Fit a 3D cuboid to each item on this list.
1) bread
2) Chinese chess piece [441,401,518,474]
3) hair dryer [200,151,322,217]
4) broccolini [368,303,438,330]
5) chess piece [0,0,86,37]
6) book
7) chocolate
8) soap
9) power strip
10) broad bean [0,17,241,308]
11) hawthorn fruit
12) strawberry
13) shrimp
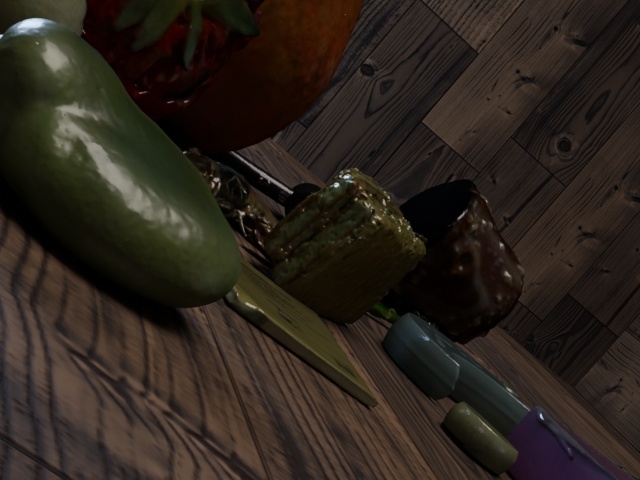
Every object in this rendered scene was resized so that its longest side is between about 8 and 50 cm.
[{"bbox_3d":[0.025,0.004,1.286,0.102,0.138,0.196,49,10,21],"label":"bread"},{"bbox_3d":[0.162,0.202,1.241,0.084,0.034,0.084,42,3,-3],"label":"Chinese chess piece"},{"bbox_3d":[-0.095,-0.092,1.812,0.248,0.070,0.114,31,7,-6],"label":"hair dryer"},{"bbox_3d":[0.100,0.093,1.622,0.071,0.057,0.254,-8,-31,33],"label":"broccolini"},{"bbox_3d":[-0.317,-0.250,0.954,0.182,0.182,0.330,45,1,43],"label":"chess piece"},{"bbox_3d":[-0.036,0.061,1.082,0.168,0.013,0.192,39,5,-25],"label":"book"},{"bbox_3d":[0.210,0.047,1.963,0.210,0.225,0.340,53,3,-10],"label":"chocolate"},{"bbox_3d":[0.323,0.298,1.324,0.259,0.081,0.181,35,6,-41],"label":"soap"},{"bbox_3d":[0.162,0.161,1.475,0.167,0.054,0.253,45,8,38],"label":"power strip"},{"bbox_3d":[-0.144,-0.045,0.794,0.228,0.100,0.169,54,15,10],"label":"broad bean"},{"bbox_3d":[-0.134,-0.353,1.622,0.472,0.472,0.472,40,5,-4],"label":"hawthorn fruit"},{"bbox_3d":[-0.203,-0.261,1.263,0.292,0.291,0.310,39,-12,-15],"label":"strawberry"},{"bbox_3d":[-0.088,-0.033,1.332,0.143,0.052,0.251,51,10,28],"label":"shrimp"}]
